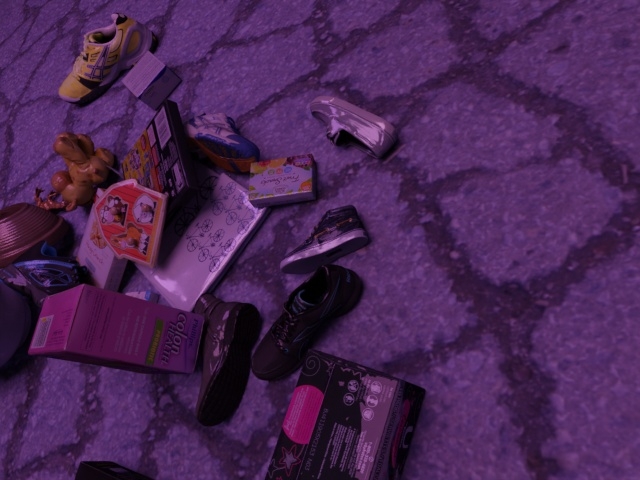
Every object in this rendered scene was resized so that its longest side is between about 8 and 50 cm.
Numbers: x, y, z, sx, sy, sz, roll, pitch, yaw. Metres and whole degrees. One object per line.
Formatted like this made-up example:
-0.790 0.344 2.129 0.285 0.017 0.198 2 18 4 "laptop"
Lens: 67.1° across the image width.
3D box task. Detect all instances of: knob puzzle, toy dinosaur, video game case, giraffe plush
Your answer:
-0.444 -0.047 1.091 0.213 0.030 0.213 3 98 20 "knob puzzle"
-0.845 -0.100 1.461 0.211 0.064 0.112 -21 61 20 "toy dinosaur"
-0.391 -0.156 1.155 0.248 0.035 0.275 -40 57 32 "video game case"
-0.681 -0.181 1.369 0.210 0.181 0.170 42 104 2 "giraffe plush"

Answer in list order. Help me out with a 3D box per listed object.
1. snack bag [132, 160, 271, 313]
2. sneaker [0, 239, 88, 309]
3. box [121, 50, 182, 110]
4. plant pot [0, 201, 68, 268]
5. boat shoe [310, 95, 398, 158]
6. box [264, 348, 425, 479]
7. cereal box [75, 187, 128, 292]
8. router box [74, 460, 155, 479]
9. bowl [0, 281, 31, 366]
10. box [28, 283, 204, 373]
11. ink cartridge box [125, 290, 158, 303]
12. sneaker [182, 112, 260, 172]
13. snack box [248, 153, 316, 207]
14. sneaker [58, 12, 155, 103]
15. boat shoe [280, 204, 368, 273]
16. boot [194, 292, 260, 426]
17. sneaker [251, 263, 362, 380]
-0.310 -0.027 1.146 0.342 0.037 0.323 35 88 36 "snack bag"
-0.597 0.110 1.129 0.341 0.125 0.139 27 64 17 "sneaker"
-0.502 -0.475 1.431 0.126 0.072 0.137 -48 54 2 "box"
-0.840 -0.030 1.331 0.237 0.109 0.237 -14 31 8 "plant pot"
0.052 -0.235 1.009 0.227 0.079 0.081 31 81 32 "boat shoe"
0.039 0.315 0.733 0.163 0.142 0.247 11 76 31 "box"
-0.536 0.011 1.202 0.173 0.047 0.240 34 108 37 "cereal box"
-0.391 0.597 0.883 0.243 0.081 0.309 4 70 31 "router box"
-0.872 0.220 1.275 0.298 0.134 0.298 -6 78 28 "bowl"
-0.394 0.184 0.939 0.213 0.243 0.117 -15 61 43 "box"
-0.425 0.147 1.136 0.083 0.028 0.048 -5 66 27 "ink cartridge box"
-0.240 -0.255 1.157 0.296 0.112 0.131 22 62 35 "sneaker"
-0.082 -0.129 1.041 0.141 0.037 0.100 -8 62 12 "snack box"
-0.723 -0.595 1.564 0.385 0.147 0.145 -33 58 14 "sneaker"
0.000 0.000 0.947 0.183 0.065 0.083 -23 58 11 "boat shoe"
-0.218 0.231 0.967 0.161 0.083 0.246 0 67 41 "boot"
-0.045 0.142 0.880 0.267 0.106 0.101 -49 56 3 "sneaker"
